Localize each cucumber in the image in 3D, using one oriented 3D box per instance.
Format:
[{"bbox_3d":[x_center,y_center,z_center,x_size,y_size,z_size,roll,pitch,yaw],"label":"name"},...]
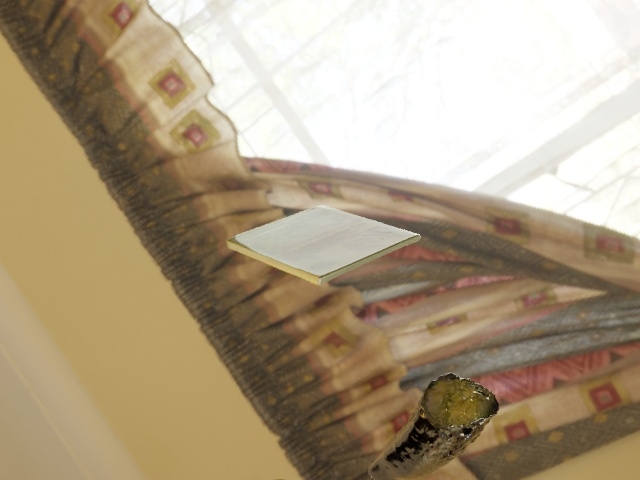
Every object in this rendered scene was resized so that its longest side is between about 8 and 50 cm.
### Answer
[{"bbox_3d":[0.057,0.106,0.381,0.034,0.135,0.033,40,-119,17],"label":"cucumber"}]

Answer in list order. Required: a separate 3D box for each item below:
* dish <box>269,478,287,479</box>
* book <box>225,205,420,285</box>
[{"bbox_3d":[-0.109,0.250,0.413,0.108,0.262,0.221,62,178,7],"label":"dish"},{"bbox_3d":[0.000,0.000,0.909,0.168,0.192,0.013,-22,-64,-35],"label":"book"}]
